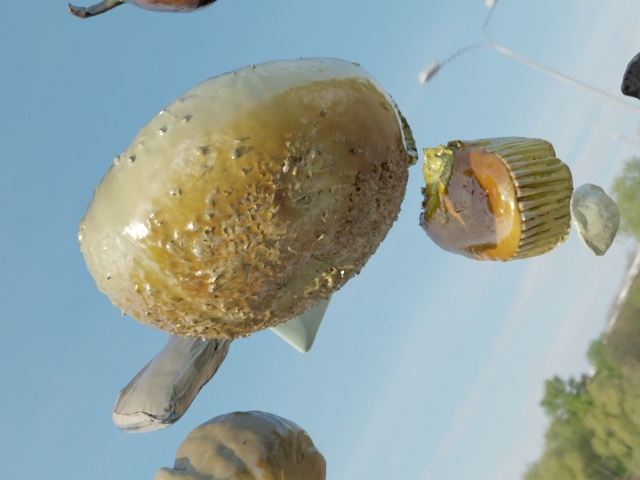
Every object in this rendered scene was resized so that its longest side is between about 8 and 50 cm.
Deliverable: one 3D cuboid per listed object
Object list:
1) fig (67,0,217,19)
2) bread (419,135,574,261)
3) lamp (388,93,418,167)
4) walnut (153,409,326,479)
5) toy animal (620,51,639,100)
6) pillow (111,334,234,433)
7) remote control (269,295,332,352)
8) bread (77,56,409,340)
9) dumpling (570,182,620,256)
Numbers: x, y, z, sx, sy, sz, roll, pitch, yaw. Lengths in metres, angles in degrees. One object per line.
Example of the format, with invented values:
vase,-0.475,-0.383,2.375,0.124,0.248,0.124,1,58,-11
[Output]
fig,-0.182,-0.337,1.226,0.148,0.149,0.202,-4,-59,-62
bread,0.238,-0.060,1.428,0.133,0.250,0.179,-15,-75,-26
lamp,0.031,-0.127,1.537,0.247,0.247,0.247,-49,-24,-31
walnut,-0.131,0.421,1.625,0.285,0.285,0.296,23,-103,-69
toy animal,0.610,-0.190,1.594,0.122,0.298,0.185,-57,-10,13
pillow,-0.163,0.142,1.289,0.173,0.067,0.270,-21,25,50
remote control,-0.001,0.000,1.277,0.051,0.103,0.293,-24,34,46
bread,-0.051,-0.022,0.856,0.305,0.158,0.305,-31,-19,-12
dumpling,0.277,-0.025,1.030,0.043,0.059,0.077,6,76,64
